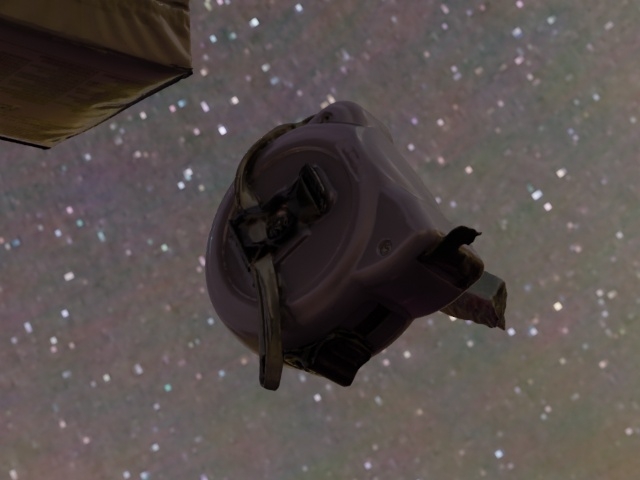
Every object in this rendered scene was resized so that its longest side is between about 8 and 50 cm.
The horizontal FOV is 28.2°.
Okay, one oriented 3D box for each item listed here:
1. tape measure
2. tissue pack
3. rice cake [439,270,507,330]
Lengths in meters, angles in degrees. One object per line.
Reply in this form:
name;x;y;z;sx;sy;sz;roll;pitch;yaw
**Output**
tape measure;-0.001;0.004;0.883;0.178;0.196;0.105;-49;-44;11
tissue pack;-0.227;-0.156;0.842;0.185;0.124;0.225;-17;-19;42
rice cake;0.059;0.025;1.271;0.051;0.290;0.081;-55;-29;-23
